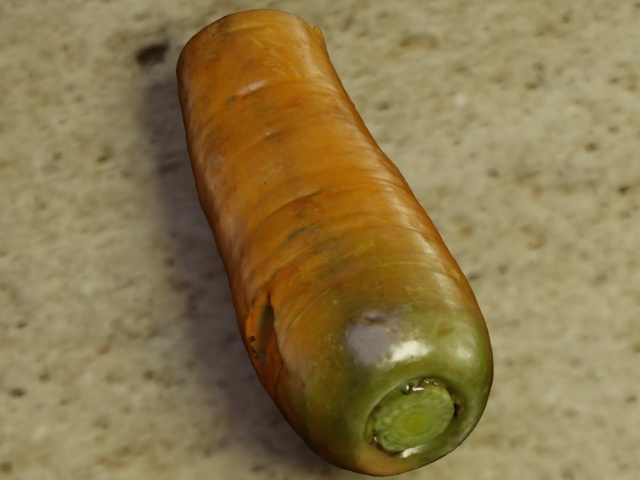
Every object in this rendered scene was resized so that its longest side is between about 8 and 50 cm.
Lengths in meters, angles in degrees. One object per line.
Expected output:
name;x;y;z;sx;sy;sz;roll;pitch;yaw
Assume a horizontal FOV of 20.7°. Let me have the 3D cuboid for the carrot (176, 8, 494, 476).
carrot;0.000;0.000;0.647;0.087;0.087;0.193;-24;47;-2
